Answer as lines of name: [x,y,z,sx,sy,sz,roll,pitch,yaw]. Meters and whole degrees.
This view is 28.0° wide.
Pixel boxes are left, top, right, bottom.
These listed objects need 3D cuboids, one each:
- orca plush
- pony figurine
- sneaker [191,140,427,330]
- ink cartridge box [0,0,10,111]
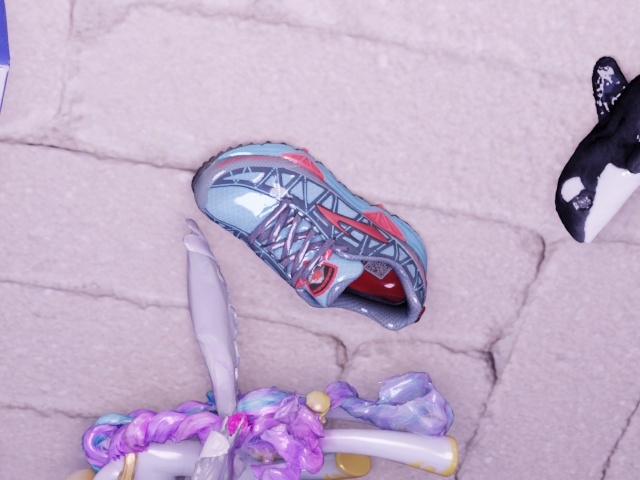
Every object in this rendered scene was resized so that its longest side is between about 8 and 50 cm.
orca plush: [0.290,-0.135,1.147,0.102,0.151,0.287,40,122,8]
pony figurine: [-0.060,0.191,1.265,0.364,0.302,0.351,8,142,-10]
sneaker: [0.000,0.000,1.208,0.262,0.125,0.104,25,119,-20]
ink cartridge box: [-0.416,-0.088,1.084,0.270,0.151,0.395,6,127,-21]
